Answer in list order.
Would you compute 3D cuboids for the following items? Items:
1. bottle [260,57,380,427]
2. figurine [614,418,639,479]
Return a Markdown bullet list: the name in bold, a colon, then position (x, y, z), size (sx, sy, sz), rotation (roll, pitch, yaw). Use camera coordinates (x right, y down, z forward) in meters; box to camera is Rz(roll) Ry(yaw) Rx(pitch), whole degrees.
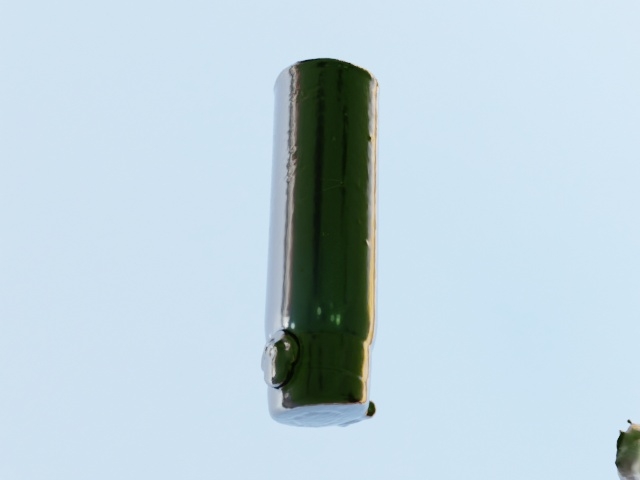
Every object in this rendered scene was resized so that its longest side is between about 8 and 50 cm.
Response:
- **bottle**: position (0.000, 0.000, 0.923), size (0.082, 0.072, 0.244), rotation (27, -127, -41)
- **figurine**: position (0.340, 0.220, 0.806), size (0.411, 0.306, 0.241), rotation (38, -151, 20)
